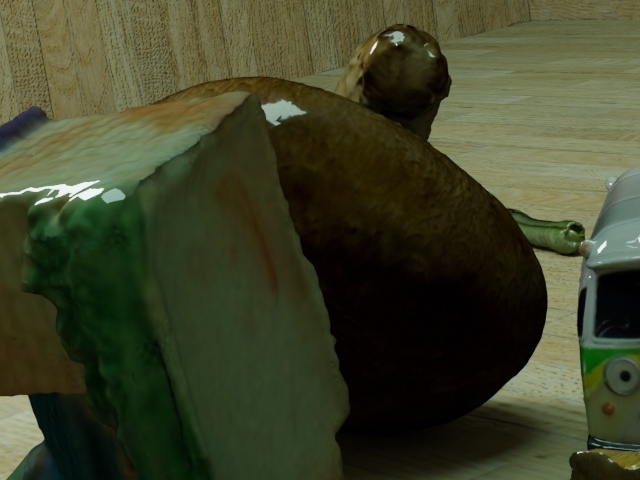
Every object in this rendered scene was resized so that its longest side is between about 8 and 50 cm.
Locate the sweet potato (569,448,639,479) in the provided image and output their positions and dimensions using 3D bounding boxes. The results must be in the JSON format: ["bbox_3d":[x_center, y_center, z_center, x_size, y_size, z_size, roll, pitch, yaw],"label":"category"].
[{"bbox_3d":[0.087,0.201,0.934,0.085,0.112,0.286,32,55,22],"label":"sweet potato"}]

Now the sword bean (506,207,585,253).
[{"bbox_3d":[0.209,-0.018,2.142,0.043,0.038,0.269,-38,20,-13],"label":"sword bean"}]

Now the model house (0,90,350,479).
[{"bbox_3d":[-0.164,0.077,1.320,0.280,0.312,0.245,-5,23,25],"label":"model house"}]

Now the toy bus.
[{"bbox_3d":[0.268,0.045,1.450,0.143,0.179,0.305,-5,12,15],"label":"toy bus"}]

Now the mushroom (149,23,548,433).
[{"bbox_3d":[-0.010,0.018,1.498,0.345,0.345,0.239,2,25,42],"label":"mushroom"}]
